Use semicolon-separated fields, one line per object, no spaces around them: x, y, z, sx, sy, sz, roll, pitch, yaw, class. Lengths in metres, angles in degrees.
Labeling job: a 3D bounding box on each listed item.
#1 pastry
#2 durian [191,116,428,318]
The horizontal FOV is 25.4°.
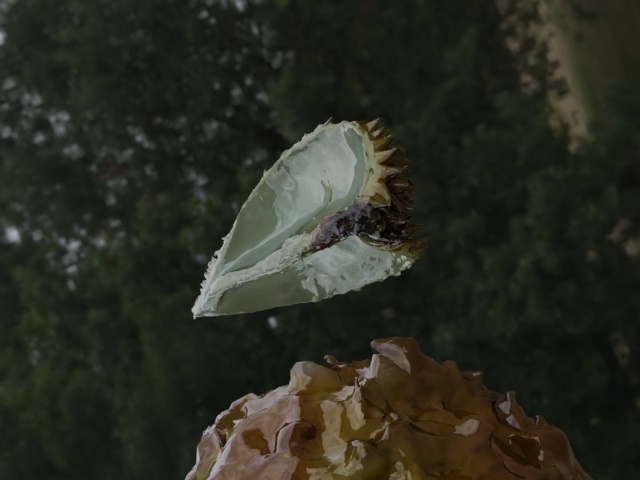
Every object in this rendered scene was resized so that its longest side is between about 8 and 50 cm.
0.011;0.269;0.682;0.337;0.292;0.405;-47;-23;-63;pastry
0.000;0.000;1.128;0.144;0.252;0.139;55;-131;-18;durian
